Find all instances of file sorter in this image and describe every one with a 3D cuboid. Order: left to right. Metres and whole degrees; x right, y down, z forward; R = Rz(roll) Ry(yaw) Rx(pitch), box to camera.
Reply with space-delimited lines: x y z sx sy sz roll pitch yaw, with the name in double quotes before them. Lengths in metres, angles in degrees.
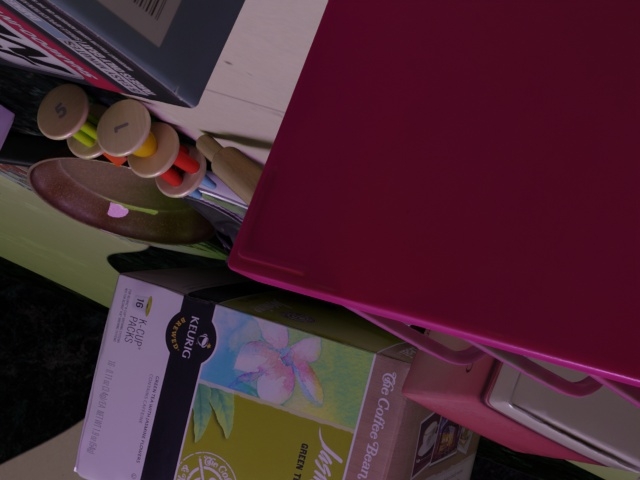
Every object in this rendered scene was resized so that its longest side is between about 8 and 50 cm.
"file sorter" 0.152 -0.028 0.674 0.291 0.202 0.182 14 169 44

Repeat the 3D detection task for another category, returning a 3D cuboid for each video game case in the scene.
"video game case" -0.244 -0.050 1.938 0.248 0.035 0.275 31 168 -36

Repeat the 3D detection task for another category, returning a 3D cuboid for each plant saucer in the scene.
"plant saucer" -0.195 -0.052 1.721 0.199 0.036 0.198 13 159 5

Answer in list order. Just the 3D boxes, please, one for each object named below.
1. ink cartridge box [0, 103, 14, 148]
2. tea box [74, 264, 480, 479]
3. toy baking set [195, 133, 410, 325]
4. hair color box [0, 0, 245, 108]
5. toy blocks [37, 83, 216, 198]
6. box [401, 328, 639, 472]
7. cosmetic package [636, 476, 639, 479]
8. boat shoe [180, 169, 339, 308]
"ink cartridge box" -0.451 -0.141 1.753 0.219 0.092 0.160 16 168 37
"tea box" -0.020 0.169 1.770 0.324 0.220 0.329 15 -174 21
"toy baking set" -0.005 -0.004 1.464 0.197 0.030 0.256 39 -178 -40
"hair color box" -0.233 -0.188 0.946 0.374 0.113 0.185 16 168 38
"toy blocks" -0.168 -0.082 1.538 0.123 0.054 0.148 17 169 30
"box" 0.180 0.085 1.350 0.127 0.148 0.232 27 169 -14
"cosmetic package" 0.471 0.290 1.463 0.366 0.155 0.197 5 172 -10
"boat shoe" -0.056 0.002 1.660 0.228 0.076 0.080 30 169 -35
